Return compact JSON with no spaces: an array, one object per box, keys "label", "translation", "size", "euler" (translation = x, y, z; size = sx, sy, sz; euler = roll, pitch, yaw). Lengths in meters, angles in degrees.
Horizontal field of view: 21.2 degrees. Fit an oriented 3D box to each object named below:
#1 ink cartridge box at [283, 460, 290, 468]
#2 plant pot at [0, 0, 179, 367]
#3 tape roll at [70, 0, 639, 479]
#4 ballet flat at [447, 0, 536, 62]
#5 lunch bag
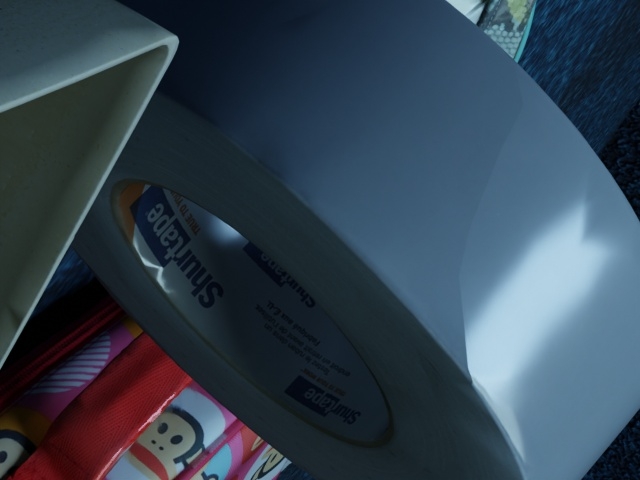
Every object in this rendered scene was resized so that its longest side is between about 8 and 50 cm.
[{"label":"ink cartridge box","translation":[-0.025,0.051,0.971],"size":[0.160,0.092,0.219],"euler":[-39,165,-48]},{"label":"plant pot","translation":[-0.113,-0.016,0.337],"size":[0.109,0.096,0.109],"euler":[-57,169,30]},{"label":"tape roll","translation":[0.000,0.000,0.537],"size":[0.072,0.219,0.219],"euler":[-48,170,-20]},{"label":"ballet flat","translation":[0.072,-0.146,0.793],"size":[0.079,0.077,0.221],"euler":[-18,146,-38]},{"label":"lunch bag","translation":[-0.117,0.130,0.774],"size":[0.293,0.120,0.258],"euler":[-39,164,-48]}]
